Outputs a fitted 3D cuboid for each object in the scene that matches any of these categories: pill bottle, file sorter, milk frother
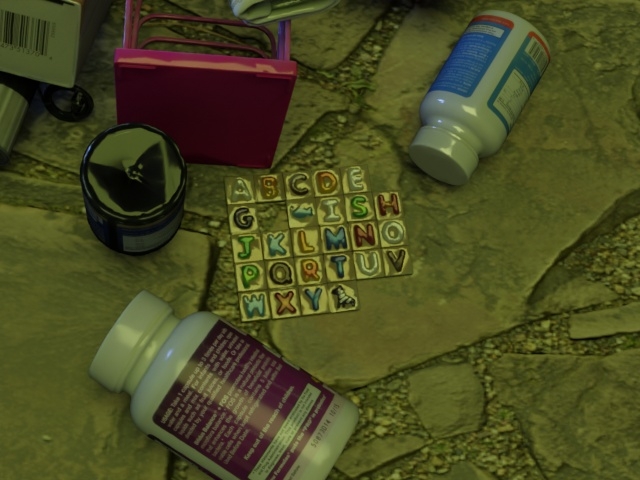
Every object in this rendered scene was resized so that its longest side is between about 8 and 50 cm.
[{"bbox_3d":[0.208,-0.189,1.576,0.124,0.124,0.221,32,73,1],"label":"pill bottle"},{"bbox_3d":[-0.226,-0.051,1.426,0.123,0.219,0.122,2,75,-8],"label":"pill bottle"},{"bbox_3d":[-0.144,-0.229,1.451,0.202,0.290,0.182,4,72,-7],"label":"file sorter"},{"bbox_3d":[-0.118,0.190,1.405,0.301,0.169,0.169,33,73,1],"label":"pill bottle"},{"bbox_3d":[-0.376,-0.155,1.480,0.143,0.129,0.134,15,70,3],"label":"milk frother"}]

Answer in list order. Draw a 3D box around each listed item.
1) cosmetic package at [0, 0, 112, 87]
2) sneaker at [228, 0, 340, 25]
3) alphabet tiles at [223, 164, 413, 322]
[{"bbox_3d":[-0.337,-0.339,1.464,0.153,0.129,0.296,13,42,-6],"label":"cosmetic package"},{"bbox_3d":[-0.112,-0.326,1.282,0.293,0.108,0.169,3,66,-9],"label":"sneaker"},{"bbox_3d":[0.000,0.000,1.556,0.237,0.009,0.198,-6,76,-9],"label":"alphabet tiles"}]
